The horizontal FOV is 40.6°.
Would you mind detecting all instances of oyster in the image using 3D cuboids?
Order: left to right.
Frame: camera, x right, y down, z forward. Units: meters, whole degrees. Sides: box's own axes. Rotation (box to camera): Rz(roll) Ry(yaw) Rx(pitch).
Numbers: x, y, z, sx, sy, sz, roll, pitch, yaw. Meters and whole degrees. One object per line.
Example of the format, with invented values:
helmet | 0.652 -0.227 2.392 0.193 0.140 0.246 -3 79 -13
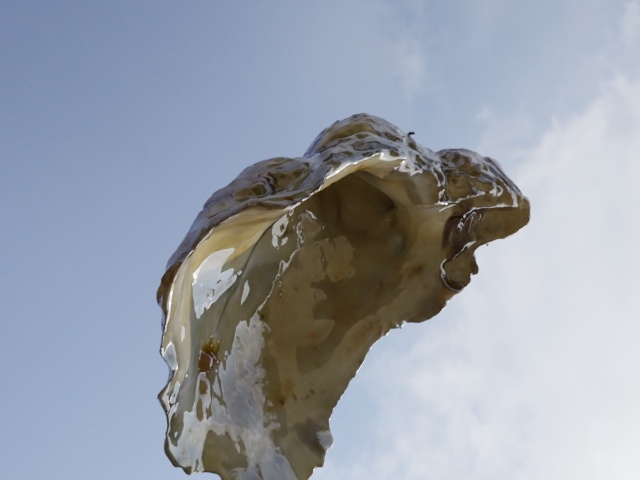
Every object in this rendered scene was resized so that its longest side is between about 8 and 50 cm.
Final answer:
oyster | 0.004 0.008 0.405 0.107 0.233 0.161 32 -49 27
